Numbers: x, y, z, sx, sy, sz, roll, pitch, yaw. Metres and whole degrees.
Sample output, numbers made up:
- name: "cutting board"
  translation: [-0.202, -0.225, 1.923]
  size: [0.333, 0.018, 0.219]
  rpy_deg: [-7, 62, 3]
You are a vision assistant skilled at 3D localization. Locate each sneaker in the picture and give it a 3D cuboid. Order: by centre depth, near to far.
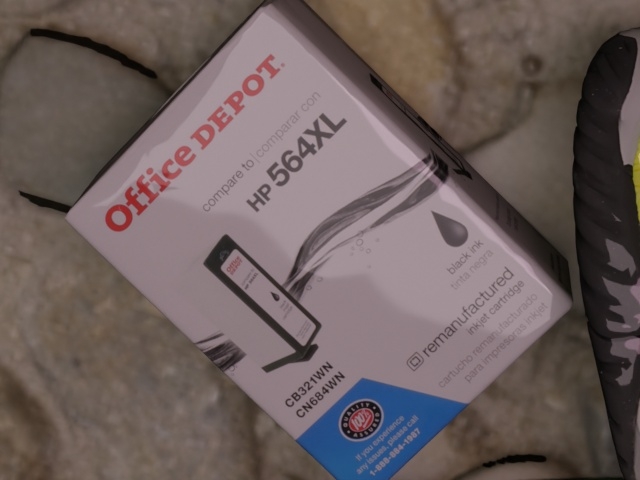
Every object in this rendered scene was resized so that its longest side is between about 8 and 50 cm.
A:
- name: "sneaker"
  translation: [0.210, 0.084, 0.843]
  size: [0.147, 0.145, 0.385]
  rpy_deg: [-15, 89, 14]

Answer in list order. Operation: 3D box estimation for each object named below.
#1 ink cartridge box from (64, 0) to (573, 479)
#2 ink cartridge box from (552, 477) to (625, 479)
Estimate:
- name: "ink cartridge box"
  translation: [0.000, 0.000, 0.894]
  size: [0.203, 0.086, 0.148]
  rpy_deg: [43, 104, -6]
- name: "ink cartridge box"
  translation: [0.076, 0.260, 0.943]
  size: [0.188, 0.097, 0.255]
  rpy_deg: [-4, 102, 6]
